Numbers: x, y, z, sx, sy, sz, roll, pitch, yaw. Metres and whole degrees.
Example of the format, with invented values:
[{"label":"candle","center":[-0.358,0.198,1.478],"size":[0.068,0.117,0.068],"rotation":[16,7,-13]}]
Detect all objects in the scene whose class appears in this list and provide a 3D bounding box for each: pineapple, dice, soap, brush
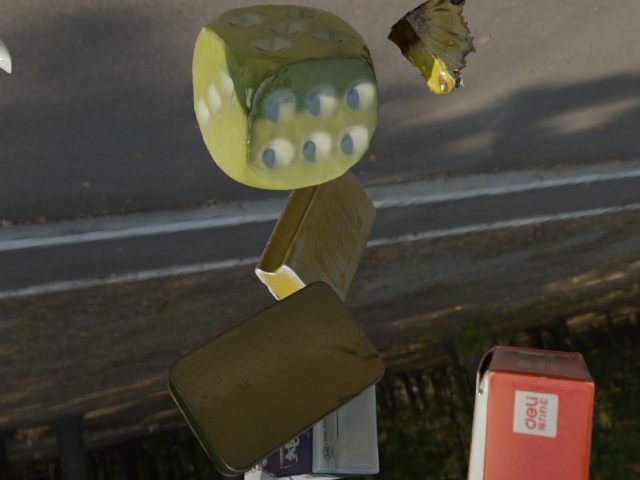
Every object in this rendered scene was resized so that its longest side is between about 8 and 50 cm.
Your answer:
[{"label":"pineapple","center":[0.138,-0.248,0.956],"size":[0.116,0.137,0.069],"rotation":[6,156,-27]},{"label":"dice","center":[-0.044,-0.168,0.907],"size":[0.169,0.169,0.166],"rotation":[-15,131,-24]},{"label":"soap","center":[0.000,0.000,1.150],"size":[0.073,0.232,0.140],"rotation":[-14,129,36]},{"label":"brush","center":[-0.044,0.134,0.774],"size":[0.197,0.123,0.059],"rotation":[-28,168,-30]}]

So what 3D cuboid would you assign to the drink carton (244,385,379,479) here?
[{"label":"drink carton","center":[-0.019,0.275,1.122],"size":[0.102,0.134,0.222],"rotation":[9,156,-30]}]

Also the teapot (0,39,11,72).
[{"label":"teapot","center":[-0.672,-0.406,1.372],"size":[0.166,0.299,0.208],"rotation":[-22,165,-19]}]

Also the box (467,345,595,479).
[{"label":"box","center":[0.178,0.191,0.675],"size":[0.099,0.182,0.133],"rotation":[4,-175,16]}]
